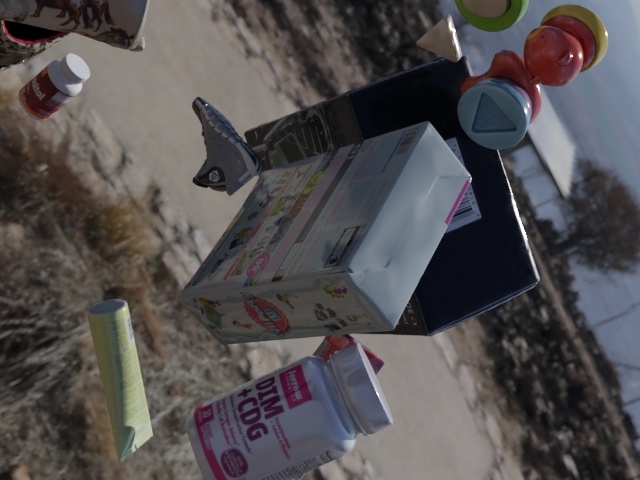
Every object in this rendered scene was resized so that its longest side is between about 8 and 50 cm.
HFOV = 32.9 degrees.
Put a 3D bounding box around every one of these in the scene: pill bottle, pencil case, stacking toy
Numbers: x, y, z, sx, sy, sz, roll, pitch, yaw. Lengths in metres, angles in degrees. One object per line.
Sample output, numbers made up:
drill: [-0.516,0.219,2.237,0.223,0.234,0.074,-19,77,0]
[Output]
pill bottle: [-0.044,0.271,1.638,0.160,0.283,0.160,-25,90,-87]
pill bottle: [-0.562,-0.327,2.299,0.086,0.152,0.086,40,31,-30]
pencil case: [-0.389,-0.333,1.292,0.410,0.184,0.160,7,41,-25]
stacking toy: [0.296,-0.311,1.860,0.279,0.309,0.130,41,49,2]

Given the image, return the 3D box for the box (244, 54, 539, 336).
box: [0.130,-0.076,2.212,0.297,0.471,0.480,-22,96,-26]

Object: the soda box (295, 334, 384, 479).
soda box: [-0.006,0.290,1.938,0.092,0.263,0.083,37,-3,-26]

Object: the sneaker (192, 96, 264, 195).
sneaker: [-0.221,-0.177,2.156,0.229,0.132,0.086,50,9,31]

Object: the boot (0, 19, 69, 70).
boot: [-0.536,-0.421,2.030,0.377,0.284,0.138,-41,110,-40]

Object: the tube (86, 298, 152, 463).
tube: [-0.301,0.210,1.635,0.062,0.070,0.240,28,-49,62]

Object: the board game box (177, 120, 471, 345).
board game box: [0.000,0.000,1.258,0.097,0.303,0.224,48,55,-25]
